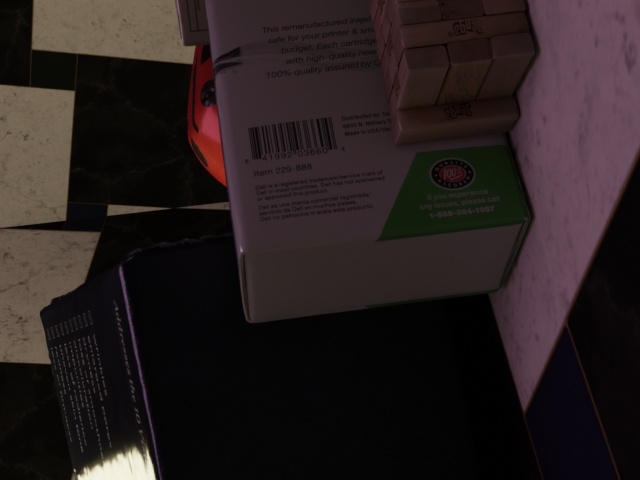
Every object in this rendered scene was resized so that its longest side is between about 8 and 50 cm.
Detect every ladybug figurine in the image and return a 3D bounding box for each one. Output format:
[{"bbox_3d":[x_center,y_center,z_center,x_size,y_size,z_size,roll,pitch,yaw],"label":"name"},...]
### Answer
[{"bbox_3d":[-0.121,-0.240,1.635,0.449,0.162,0.305,-100,23,-56],"label":"ladybug figurine"}]

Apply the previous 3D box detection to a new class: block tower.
[{"bbox_3d":[0.074,-0.244,0.757,0.097,0.091,0.335,101,160,-72],"label":"block tower"}]

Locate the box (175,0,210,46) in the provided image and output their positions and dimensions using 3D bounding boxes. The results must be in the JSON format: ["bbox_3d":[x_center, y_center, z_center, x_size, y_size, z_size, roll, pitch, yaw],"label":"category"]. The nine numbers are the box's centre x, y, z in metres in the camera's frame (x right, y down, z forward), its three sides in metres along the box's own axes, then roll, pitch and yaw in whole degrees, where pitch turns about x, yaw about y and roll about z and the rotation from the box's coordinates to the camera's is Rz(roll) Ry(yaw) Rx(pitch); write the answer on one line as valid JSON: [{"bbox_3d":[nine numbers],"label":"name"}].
[{"bbox_3d":[-0.035,-0.282,1.043,0.127,0.233,0.148,-122,26,-76],"label":"box"}]

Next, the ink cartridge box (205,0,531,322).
[{"bbox_3d":[0.024,-0.098,0.831,0.121,0.211,0.289,91,171,-60],"label":"ink cartridge box"}]

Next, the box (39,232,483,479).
[{"bbox_3d":[-0.073,0.249,1.054,0.472,0.298,0.479,160,99,-68],"label":"box"}]
